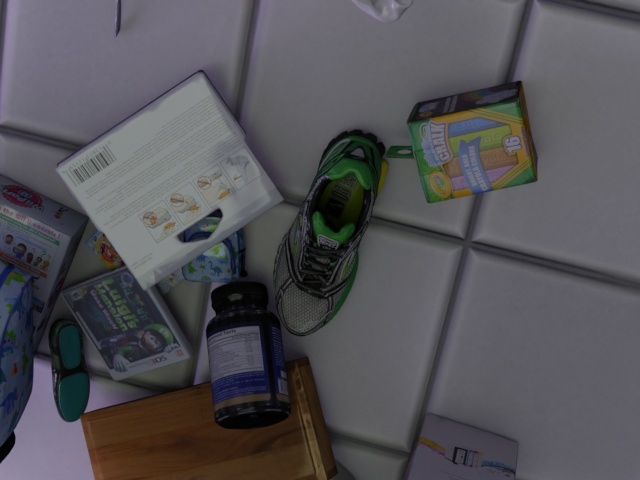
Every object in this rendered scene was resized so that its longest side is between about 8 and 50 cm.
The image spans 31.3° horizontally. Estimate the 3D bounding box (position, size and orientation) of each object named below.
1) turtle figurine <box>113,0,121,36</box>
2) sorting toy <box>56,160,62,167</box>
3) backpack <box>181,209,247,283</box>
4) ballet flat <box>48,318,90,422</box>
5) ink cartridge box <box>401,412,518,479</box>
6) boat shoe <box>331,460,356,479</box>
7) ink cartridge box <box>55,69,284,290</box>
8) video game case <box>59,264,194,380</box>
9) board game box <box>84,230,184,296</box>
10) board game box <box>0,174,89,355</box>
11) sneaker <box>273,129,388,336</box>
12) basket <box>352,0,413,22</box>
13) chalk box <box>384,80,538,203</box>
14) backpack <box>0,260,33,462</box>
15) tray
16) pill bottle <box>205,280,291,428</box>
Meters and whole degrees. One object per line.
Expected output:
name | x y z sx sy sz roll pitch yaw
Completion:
turtle figurine | -0.370 -0.492 1.693 0.198 0.275 0.266 34 93 21
sorting toy | -0.380 -0.110 1.855 0.102 0.061 0.042 4 113 34
backpack | -0.174 0.011 1.847 0.105 0.084 0.114 3 107 6
ballet flat | -0.441 0.222 1.991 0.070 0.070 0.188 5 106 9
ink cartridge box | 0.209 0.423 1.842 0.168 0.232 0.171 19 112 6
boat shoe | 0.048 0.476 1.974 0.081 0.079 0.227 -35 103 16
ink cartridge box | -0.233 -0.094 1.794 0.275 0.060 0.239 -33 104 2
video game case | -0.328 0.139 1.935 0.173 0.022 0.190 -20 108 28
board game box | -0.304 0.026 1.907 0.103 0.026 0.154 -40 98 21
board game box | -0.550 0.054 1.929 0.224 0.097 0.303 26 114 0
sneaker | 0.000 0.000 1.776 0.134 0.146 0.343 18 113 4
basket | 0.069 -0.521 1.508 0.328 0.266 0.331 36 111 -3
chalk box | 0.205 -0.140 1.693 0.213 0.132 0.132 -12 107 16
backpack | -0.569 0.192 1.804 0.273 0.290 0.355 -9 102 6
tray | -0.195 0.346 1.944 0.411 0.076 0.203 -16 86 15
pill bottle | -0.119 0.183 1.832 0.123 0.123 0.219 -14 68 15
